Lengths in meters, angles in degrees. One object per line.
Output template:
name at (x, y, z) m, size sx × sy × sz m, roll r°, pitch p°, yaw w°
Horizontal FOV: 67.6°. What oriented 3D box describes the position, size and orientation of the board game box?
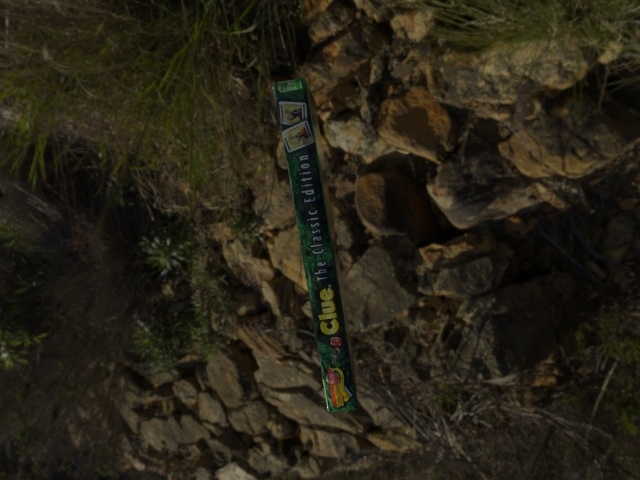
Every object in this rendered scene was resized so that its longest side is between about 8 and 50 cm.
board game box at (0.000, 0.000, 0.426) m, size 0.030 × 0.259 × 0.136 m, roll -8°, pitch -171°, yaw 6°
